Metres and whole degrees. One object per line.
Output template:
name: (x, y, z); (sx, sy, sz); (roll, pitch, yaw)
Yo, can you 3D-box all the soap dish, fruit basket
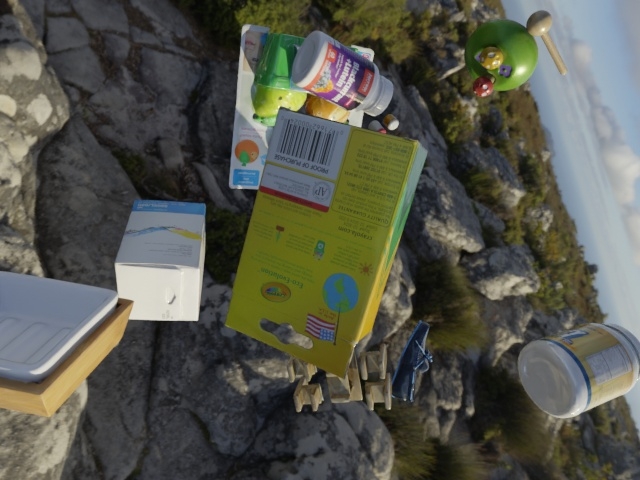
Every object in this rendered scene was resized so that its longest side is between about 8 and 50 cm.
soap dish: (-0.501, 0.164, 0.722); (0.229, 0.290, 0.118); (-68, 163, -61)
fruit basket: (-0.038, -0.282, 1.008); (0.326, 0.165, 0.353); (0, 108, -26)

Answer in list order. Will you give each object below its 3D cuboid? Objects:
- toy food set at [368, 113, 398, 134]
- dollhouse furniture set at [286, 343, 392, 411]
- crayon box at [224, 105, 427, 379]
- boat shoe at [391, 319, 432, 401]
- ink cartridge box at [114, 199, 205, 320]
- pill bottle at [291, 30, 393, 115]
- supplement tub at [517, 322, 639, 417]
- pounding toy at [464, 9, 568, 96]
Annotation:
toy food set: (0.190, -0.294, 1.441); (0.111, 0.232, 0.105); (0, 46, -35)
dollhouse furniture set: (0.044, 0.246, 0.998); (0.161, 0.212, 0.242); (-53, 135, -72)
crayon box: (0.000, 0.000, 0.603); (0.081, 0.202, 0.319); (-5, 113, -68)
boat shoe: (0.291, 0.366, 1.315); (0.109, 0.089, 0.259); (-23, 131, -61)
ink cartridge box: (-0.357, 0.043, 1.001); (0.168, 0.171, 0.233); (3, 38, -13)
pill bottle: (0.049, -0.325, 0.872); (0.193, 0.108, 0.108); (16, 61, -31)
supplement tub: (0.509, 0.245, 0.847); (0.199, 0.144, 0.145); (-11, 84, -21)
pounding toy: (0.445, -0.432, 1.059); (0.110, 0.236, 0.183); (-50, 122, -24)
